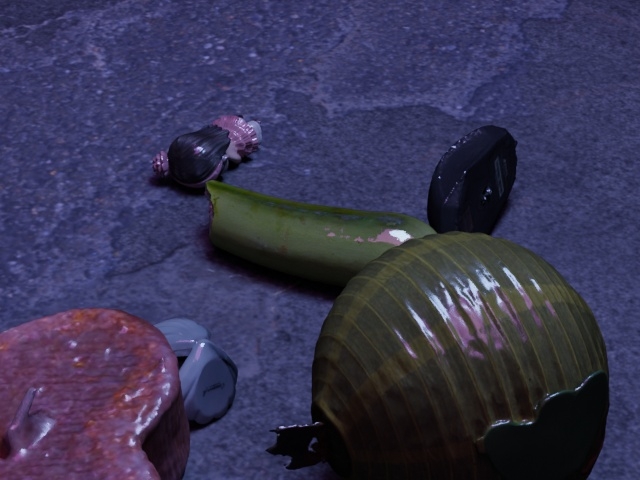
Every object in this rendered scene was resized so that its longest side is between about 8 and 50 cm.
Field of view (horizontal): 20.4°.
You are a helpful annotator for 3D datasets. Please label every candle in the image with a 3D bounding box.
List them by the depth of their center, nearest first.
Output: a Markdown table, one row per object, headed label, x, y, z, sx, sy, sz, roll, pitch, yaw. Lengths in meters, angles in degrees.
| label | x | y | z | sx | sy | sz | roll | pitch | yaw |
| --- | --- | --- | --- | --- | --- | --- | --- | --- | --- |
| candle | -0.241 | 0.179 | 1.372 | 0.287 | 0.131 | 0.317 | -1 | 40 | 6 |

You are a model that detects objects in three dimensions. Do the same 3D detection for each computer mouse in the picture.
| label | x | y | z | sx | sy | sz | roll | pitch | yaw |
| --- | --- | --- | --- | --- | --- | --- | --- | --- | --- |
| computer mouse | 0.146 | -0.053 | 1.770 | 0.057 | 0.099 | 0.172 | 7 | 38 | 30 |

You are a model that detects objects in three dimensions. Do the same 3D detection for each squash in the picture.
| label | x | y | z | sx | sy | sz | roll | pitch | yaw |
| --- | --- | --- | --- | --- | --- | --- | --- | --- | --- |
| squash | 0.000 | 0.000 | 1.703 | 0.250 | 0.083 | 0.083 | 12 | 37 | 17 |

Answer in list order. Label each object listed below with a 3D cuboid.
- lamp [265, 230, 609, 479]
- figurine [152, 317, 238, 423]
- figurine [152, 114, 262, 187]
| label | x | y | z | sx | sy | sz | roll | pitch | yaw |
| --- | --- | --- | --- | --- | --- | --- | --- | --- | --- |
| lamp | 0.090 | 0.122 | 1.398 | 0.284 | 0.250 | 0.250 | -20 | 42 | -21 |
| figurine | -0.119 | 0.109 | 1.555 | 0.086 | 0.082 | 0.094 | 14 | 23 | 42 |
| figurine | -0.115 | -0.099 | 1.844 | 0.072 | 0.054 | 0.129 | 19 | 37 | 26 |
